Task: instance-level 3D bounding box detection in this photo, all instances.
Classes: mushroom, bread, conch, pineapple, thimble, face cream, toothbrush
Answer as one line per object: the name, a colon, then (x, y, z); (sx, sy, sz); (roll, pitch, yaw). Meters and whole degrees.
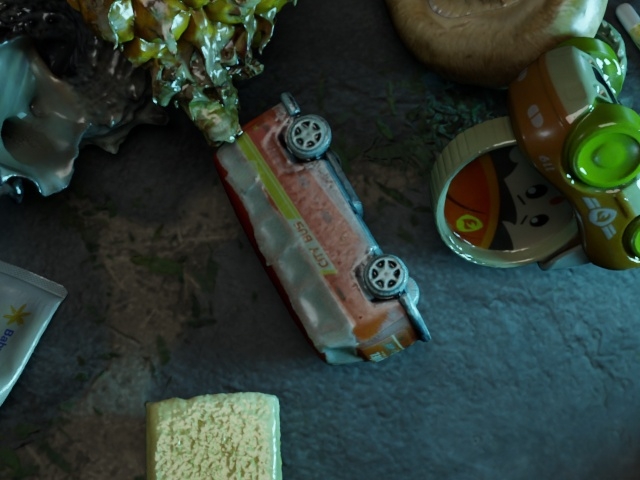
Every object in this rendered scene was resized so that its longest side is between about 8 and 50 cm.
mushroom: (0.173, -0.285, 1.295); (0.278, 0.146, 0.278); (-6, 80, 37)
bread: (-0.093, 0.232, 1.192); (0.125, 0.068, 0.188); (-4, 71, 0)
conch: (-0.265, -0.158, 1.287); (0.241, 0.186, 0.313); (30, 54, 1)
pineapple: (-0.079, -0.253, 1.206); (0.209, 0.344, 0.286); (-30, 79, 30)
thimble: (0.263, -0.173, 1.328); (0.084, 0.062, 0.110); (9, 71, 5)
face cream: (-0.339, 0.116, 1.244); (0.114, 0.070, 0.224); (20, 64, 7)
toothbrush: (0.379, -0.126, 1.330); (0.021, 0.024, 0.288); (-27, 73, -6)

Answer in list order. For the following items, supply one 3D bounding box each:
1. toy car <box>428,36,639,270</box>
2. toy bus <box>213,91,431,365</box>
toy car: (0.212, -0.051, 1.231); (0.235, 0.235, 0.145); (-3, 40, 0)
toy bus: (0.000, 0.000, 1.249); (0.120, 0.121, 0.265); (-29, 74, 0)
